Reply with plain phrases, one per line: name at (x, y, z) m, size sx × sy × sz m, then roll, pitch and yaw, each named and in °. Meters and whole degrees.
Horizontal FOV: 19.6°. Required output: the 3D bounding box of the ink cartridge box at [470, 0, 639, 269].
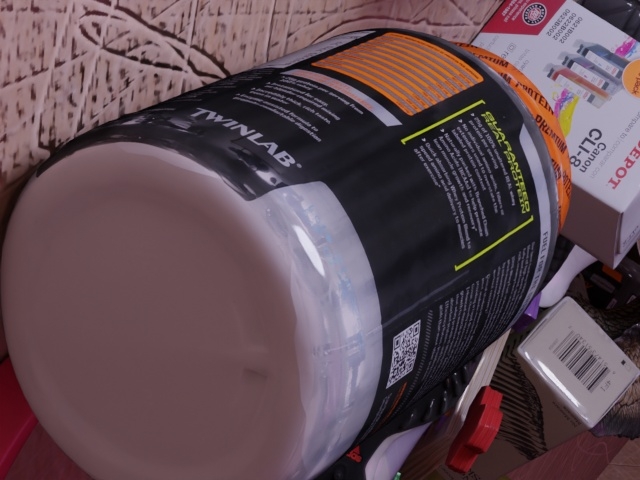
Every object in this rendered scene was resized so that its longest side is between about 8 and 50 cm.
ink cartridge box at (0.196, -0.090, 1.434) m, size 0.128 × 0.176 × 0.127 m, roll -51°, pitch 163°, yaw -12°

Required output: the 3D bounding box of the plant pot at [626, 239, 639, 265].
plant pot at (0.376, -0.035, 1.998) m, size 0.167 × 0.167 × 0.165 m, roll -55°, pitch -158°, yaw -1°

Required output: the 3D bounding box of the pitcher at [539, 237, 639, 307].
pitcher at (0.277, -0.045, 1.867) m, size 0.207 × 0.125 × 0.178 m, roll -50°, pitch 178°, yaw 21°

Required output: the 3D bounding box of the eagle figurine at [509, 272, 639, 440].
eagle figurine at (0.326, 0.109, 2.087) m, size 0.226 × 0.298 × 0.225 m, roll 164°, pitch -71°, yaw -66°

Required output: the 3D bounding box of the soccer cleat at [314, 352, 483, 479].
soccer cleat at (0.047, 0.156, 1.665) m, size 0.318 × 0.108 × 0.116 m, roll -60°, pitch -178°, yaw 12°

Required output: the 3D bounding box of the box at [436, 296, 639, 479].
box at (0.197, 0.164, 1.894) m, size 0.094 × 0.113 × 0.275 m, roll -43°, pitch 179°, yaw -33°

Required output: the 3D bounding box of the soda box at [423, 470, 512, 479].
soda box at (0.211, 0.325, 2.259) m, size 0.061 × 0.181 × 0.058 m, roll -33°, pitch 153°, yaw -51°

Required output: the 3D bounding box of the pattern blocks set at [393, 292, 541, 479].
pattern blocks set at (0.123, 0.150, 1.756) m, size 0.285 × 0.026 × 0.325 m, roll -66°, pitch -175°, yaw -36°

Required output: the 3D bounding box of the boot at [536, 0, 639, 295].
boot at (0.231, -0.092, 1.653) m, size 0.338 × 0.118 × 0.223 m, roll -58°, pitch 170°, yaw 28°

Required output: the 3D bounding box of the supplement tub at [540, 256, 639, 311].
supplement tub at (0.336, 0.085, 2.257) m, size 0.190 × 0.117 × 0.117 m, roll -55°, pitch 163°, yaw -3°

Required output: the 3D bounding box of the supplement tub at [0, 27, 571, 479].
supplement tub at (0.000, 0.000, 1.022) m, size 0.338 × 0.207 × 0.207 m, roll -28°, pitch 149°, yaw -55°

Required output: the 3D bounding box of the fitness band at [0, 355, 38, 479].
fitness band at (-0.161, 0.147, 1.142) m, size 0.209 × 0.054 × 0.291 m, roll -47°, pitch 161°, yaw -17°
